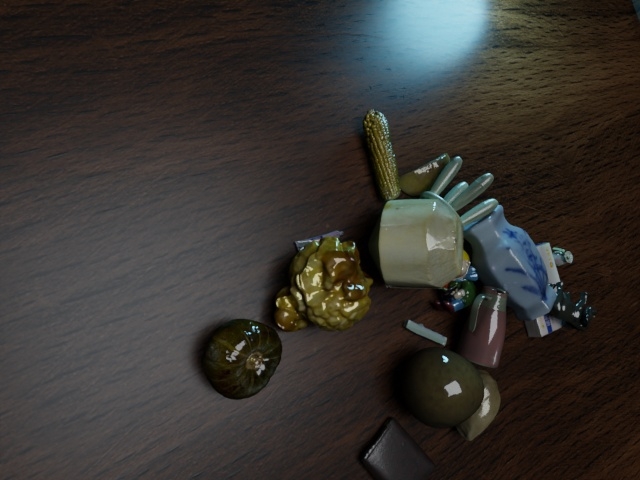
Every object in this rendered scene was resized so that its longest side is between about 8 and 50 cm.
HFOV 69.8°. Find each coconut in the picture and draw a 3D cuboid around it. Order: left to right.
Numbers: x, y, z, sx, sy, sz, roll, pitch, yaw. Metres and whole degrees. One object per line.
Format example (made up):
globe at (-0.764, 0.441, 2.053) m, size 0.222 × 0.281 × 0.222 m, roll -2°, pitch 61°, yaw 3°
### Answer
coconut at (0.294, 0.012, 1.460) m, size 0.324 × 0.323 × 0.322 m, roll 5°, pitch 79°, yaw -26°

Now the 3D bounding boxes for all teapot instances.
teapot at (1.017, 0.066, 1.934) m, size 0.064 × 0.064 × 0.083 m, roll -34°, pitch 97°, yaw -28°

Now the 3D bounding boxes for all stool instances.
stool at (0.483, -0.145, 1.601) m, size 0.199 × 0.195 × 0.195 m, roll -39°, pitch 138°, yaw -4°

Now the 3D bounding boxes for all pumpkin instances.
pumpkin at (-0.219, 0.311, 1.228) m, size 0.219 × 0.162 × 0.218 m, roll -12°, pitch 109°, yaw -39°

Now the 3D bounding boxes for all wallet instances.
wallet at (0.241, 0.697, 1.443) m, size 0.182 × 0.049 × 0.229 m, roll -42°, pitch 98°, yaw -26°

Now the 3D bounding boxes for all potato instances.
potato at (0.407, -0.232, 1.662) m, size 0.261 × 0.100 × 0.120 m, roll -29°, pitch 94°, yaw -27°

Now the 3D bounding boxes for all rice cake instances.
rice cake at (0.364, 0.314, 1.580) m, size 0.180 × 0.030 × 0.042 m, roll 27°, pitch 75°, yaw -20°

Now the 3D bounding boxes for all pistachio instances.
pistachio at (0.529, 0.559, 1.566) m, size 0.138 × 0.153 × 0.237 m, roll 39°, pitch 61°, yaw -60°

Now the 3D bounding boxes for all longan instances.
longan at (0.379, 0.457, 1.446) m, size 0.258 × 0.258 × 0.257 m, roll 5°, pitch 79°, yaw -26°

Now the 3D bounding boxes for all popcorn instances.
popcorn at (0.010, 0.149, 1.342) m, size 0.265 × 0.225 × 0.332 m, roll 42°, pitch 87°, yaw -2°

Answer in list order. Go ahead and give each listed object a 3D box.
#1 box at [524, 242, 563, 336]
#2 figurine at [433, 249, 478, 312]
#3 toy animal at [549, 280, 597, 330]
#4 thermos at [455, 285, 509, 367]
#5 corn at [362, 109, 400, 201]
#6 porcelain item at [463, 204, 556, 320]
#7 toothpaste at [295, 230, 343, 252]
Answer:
box at (0.876, 0.193, 1.839) m, size 0.200 × 0.065 × 0.342 m, roll -13°, pitch 87°, yaw -28°
figurine at (0.458, 0.124, 1.620) m, size 0.185 × 0.127 × 0.234 m, roll -21°, pitch 102°, yaw -23°
toy animal at (0.968, 0.261, 1.786) m, size 0.245 × 0.114 × 0.146 m, roll 19°, pitch 65°, yaw -1°
thermos at (0.563, 0.286, 1.576) m, size 0.177 × 0.146 × 0.264 m, roll 11°, pitch 94°, yaw -43°
corn at (0.211, -0.292, 1.580) m, size 0.097 × 0.097 × 0.319 m, roll -12°, pitch 88°, yaw -28°
porcelain item at (0.687, 0.084, 1.681) m, size 0.243 × 0.179 × 0.405 m, roll -36°, pitch 94°, yaw -44°
toothpaste at (0.000, 0.000, 1.458) m, size 0.170 × 0.028 × 0.045 m, roll -19°, pitch 96°, yaw -26°
